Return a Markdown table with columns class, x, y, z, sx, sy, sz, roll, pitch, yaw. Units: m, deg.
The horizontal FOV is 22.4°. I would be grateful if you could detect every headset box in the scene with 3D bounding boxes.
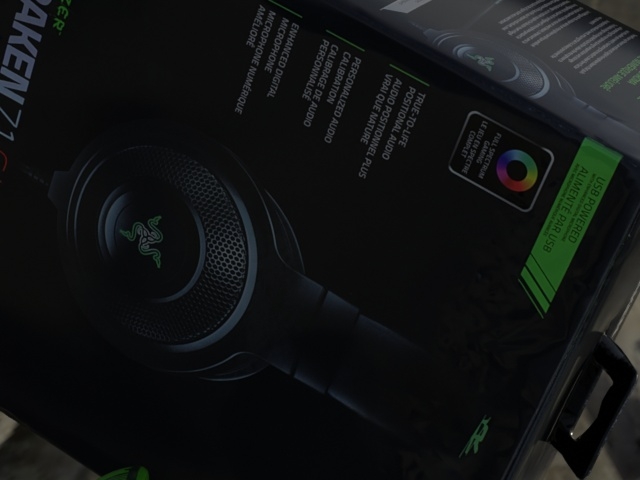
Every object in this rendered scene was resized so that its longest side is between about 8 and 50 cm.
| class | x | y | z | sx | sy | sz | roll | pitch | yaw |
| --- | --- | --- | --- | --- | --- | --- | --- | --- | --- |
| headset box | 0.000 | 0.000 | 0.666 | 0.283 | 0.246 | 0.131 | 31 | 30 | 15 |

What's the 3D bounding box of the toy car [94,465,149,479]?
| class | x | y | z | sx | sy | sz | roll | pitch | yaw |
| --- | --- | --- | --- | --- | --- | --- | --- | --- | --- |
| toy car | -0.091 | 0.191 | 0.611 | 0.053 | 0.225 | 0.239 | 3 | 16 | -1 |
